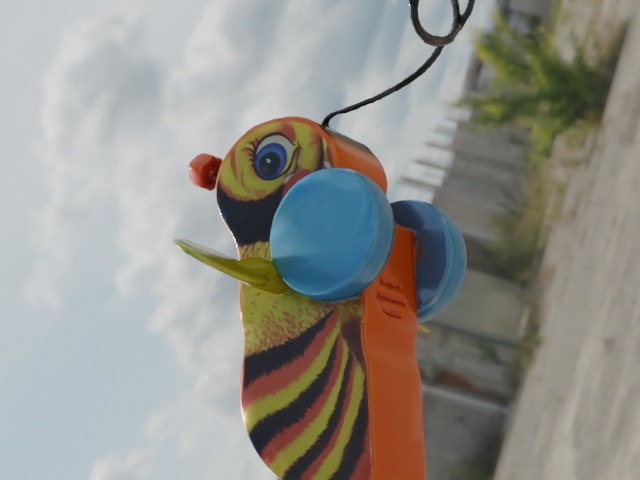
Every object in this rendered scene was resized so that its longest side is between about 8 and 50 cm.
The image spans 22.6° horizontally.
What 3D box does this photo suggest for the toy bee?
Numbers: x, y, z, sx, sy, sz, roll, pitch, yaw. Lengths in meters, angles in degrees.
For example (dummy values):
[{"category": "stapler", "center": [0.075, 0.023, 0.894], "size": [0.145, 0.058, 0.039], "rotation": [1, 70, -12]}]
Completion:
[{"category": "toy bee", "center": [0.000, 0.000, 0.898], "size": [0.195, 0.162, 0.298], "rotation": [47, -127, -41]}]
